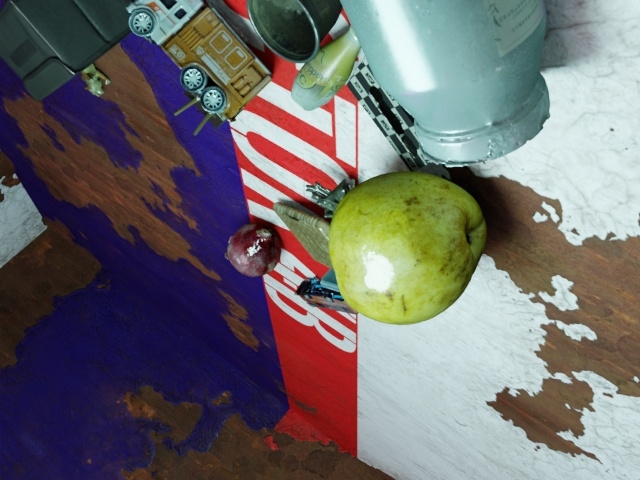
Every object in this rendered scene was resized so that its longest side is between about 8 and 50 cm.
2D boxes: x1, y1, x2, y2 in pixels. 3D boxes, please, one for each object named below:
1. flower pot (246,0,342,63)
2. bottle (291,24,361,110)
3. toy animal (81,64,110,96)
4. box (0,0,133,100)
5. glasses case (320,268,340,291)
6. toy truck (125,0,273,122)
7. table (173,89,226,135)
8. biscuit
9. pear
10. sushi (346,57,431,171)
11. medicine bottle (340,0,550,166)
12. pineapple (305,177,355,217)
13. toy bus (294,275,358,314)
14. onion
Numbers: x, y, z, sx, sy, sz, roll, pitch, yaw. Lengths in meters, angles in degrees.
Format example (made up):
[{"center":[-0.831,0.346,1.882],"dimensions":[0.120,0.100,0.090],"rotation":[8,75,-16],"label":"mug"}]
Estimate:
[{"center":[-0.037,-0.399,1.240],"dimensions":[0.157,0.107,0.157],"rotation":[30,151,19],"label":"flower pot"},{"center":[0.024,-0.323,1.302],"dimensions":[0.083,0.083,0.269],"rotation":[45,152,-4],"label":"bottle"},{"center":[-0.679,-0.506,2.070],"dimensions":[0.099,0.057,0.241],"rotation":[25,150,34],"label":"toy animal"},{"center":[-0.625,-0.517,1.749],"dimensions":[0.345,0.251,0.204],"rotation":[-2,130,55],"label":"box"},{"center":[0.123,0.107,1.845],"dimensions":[0.266,0.105,0.056],"rotation":[12,116,47],"label":"glasses case"},{"center":[-0.241,-0.397,1.472],"dimensions":[0.305,0.162,0.136],"rotation":[47,-174,-9],"label":"toy truck"},{"center":[-0.257,-0.331,1.665],"dimensions":[0.121,0.111,0.240],"rotation":[46,155,-10],"label":"table"},{"center":[0.000,0.000,1.821],"dimensions":[0.217,0.044,0.325],"rotation":[50,169,-23],"label":"biscuit"},{"center":[0.168,0.003,1.372],"dimensions":[0.304,0.304,0.304],"rotation":[33,154,19],"label":"pear"},{"center":[0.144,-0.234,1.303],"dimensions":[0.215,0.050,0.192],"rotation":[53,173,-3],"label":"sushi"},{"center":[0.179,-0.270,0.963],"dimensions":[0.245,0.245,0.290],"rotation":[16,143,45],"label":"medicine bottle"},{"center":[0.103,-0.015,1.615],"dimensions":[0.340,0.169,0.169],"rotation":[52,155,-4],"label":"pineapple"},{"center":[0.024,0.162,2.090],"dimensions":[0.096,0.073,0.235],"rotation":[48,155,-27],"label":"toy bus"},{"center":[-0.182,0.015,2.073],"dimensions":[0.159,0.159,0.195],"rotation":[41,142,3],"label":"onion"}]
